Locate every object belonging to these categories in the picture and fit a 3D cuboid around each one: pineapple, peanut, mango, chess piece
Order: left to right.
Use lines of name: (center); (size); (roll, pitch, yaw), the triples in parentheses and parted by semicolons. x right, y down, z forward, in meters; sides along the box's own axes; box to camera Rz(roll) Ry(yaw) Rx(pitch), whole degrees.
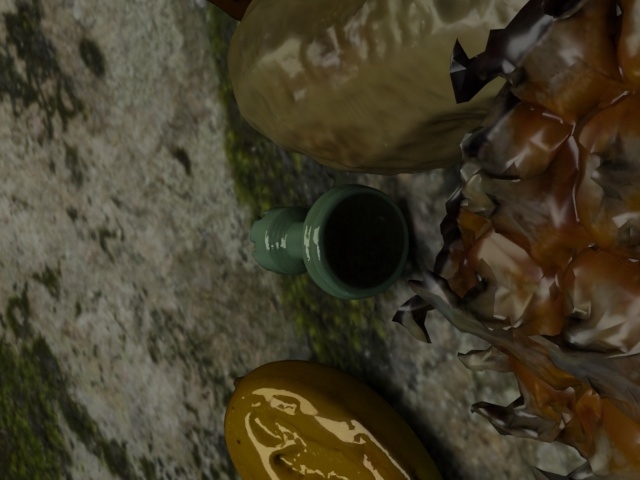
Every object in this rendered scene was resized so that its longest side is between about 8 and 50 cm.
chess piece: (0.000, 0.000, 1.133); (0.103, 0.067, 0.067); (2, 105, 59)
mango: (0.011, 0.131, 1.161); (0.187, 0.066, 0.101); (26, 113, 37)
peanut: (0.064, -0.103, 0.966); (0.290, 0.130, 0.130); (-15, 91, 51)
pineapple: (0.228, 0.004, 0.667); (0.300, 0.352, 0.352); (47, 135, 16)

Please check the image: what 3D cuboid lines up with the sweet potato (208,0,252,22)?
sweet potato: (-0.118, -0.234, 1.152); (0.359, 0.112, 0.112); (42, 134, 8)
